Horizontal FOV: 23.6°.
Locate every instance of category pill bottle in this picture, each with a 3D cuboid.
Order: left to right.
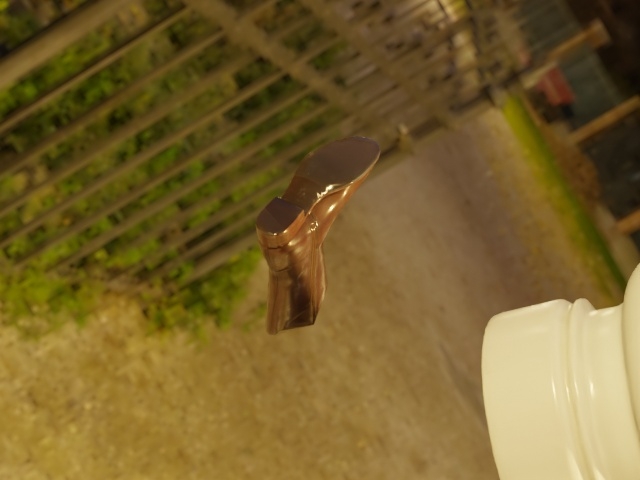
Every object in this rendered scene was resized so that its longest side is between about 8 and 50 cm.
[{"bbox_3d":[0.192,0.060,0.649,0.131,0.229,0.131,-13,90,-70],"label":"pill bottle"}]

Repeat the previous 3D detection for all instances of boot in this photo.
[{"bbox_3d":[0.000,0.000,0.975,0.037,0.106,0.114,36,-28,30],"label":"boot"}]
